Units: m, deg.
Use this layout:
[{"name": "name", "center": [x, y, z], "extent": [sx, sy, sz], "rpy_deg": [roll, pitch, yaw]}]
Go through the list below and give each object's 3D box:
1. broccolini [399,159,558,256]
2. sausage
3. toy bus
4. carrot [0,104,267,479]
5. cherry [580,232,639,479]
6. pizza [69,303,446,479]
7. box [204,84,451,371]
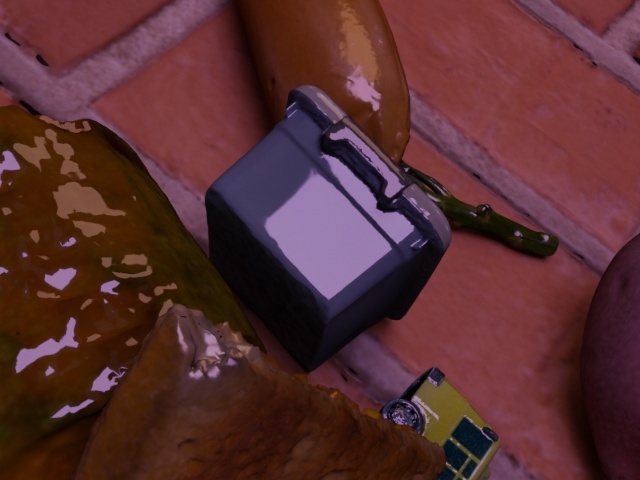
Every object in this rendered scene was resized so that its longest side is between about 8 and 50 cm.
[{"name": "broccolini", "center": [0.130, -0.035, 0.886], "extent": [0.216, 0.058, 0.067], "rpy_deg": [19, 93, -16]}, {"name": "sausage", "center": [-0.004, -0.192, 0.861], "extent": [0.134, 0.116, 0.354], "rpy_deg": [-25, 56, 9]}, {"name": "toy bus", "center": [0.056, 0.190, 0.693], "extent": [0.101, 0.088, 0.175], "rpy_deg": [41, 59, 7]}, {"name": "carrot", "center": [-0.164, 0.089, 0.589], "extent": [0.241, 0.241, 0.341], "rpy_deg": [-24, 68, -29]}, {"name": "cherry", "center": [0.335, 0.100, 0.768], "extent": [0.239, 0.206, 0.239], "rpy_deg": [15, 58, -25]}, {"name": "pizza", "center": [-0.072, 0.178, 0.506], "extent": [0.087, 0.268, 0.258], "rpy_deg": [34, 87, 37]}, {"name": "box", "center": [0.000, 0.000, 0.714], "extent": [0.130, 0.227, 0.162], "rpy_deg": [-40, 78, -16]}]
